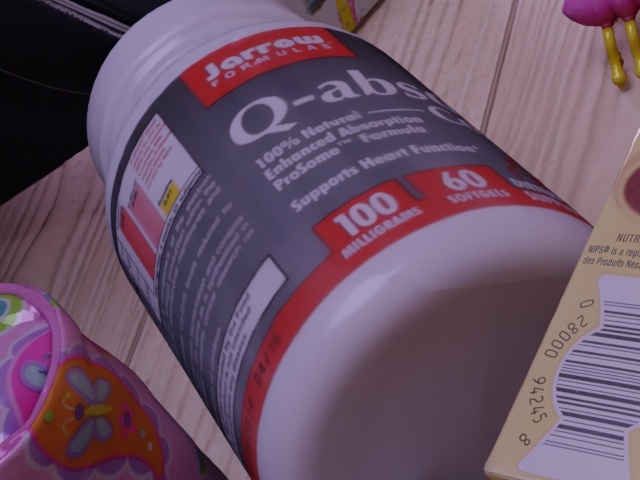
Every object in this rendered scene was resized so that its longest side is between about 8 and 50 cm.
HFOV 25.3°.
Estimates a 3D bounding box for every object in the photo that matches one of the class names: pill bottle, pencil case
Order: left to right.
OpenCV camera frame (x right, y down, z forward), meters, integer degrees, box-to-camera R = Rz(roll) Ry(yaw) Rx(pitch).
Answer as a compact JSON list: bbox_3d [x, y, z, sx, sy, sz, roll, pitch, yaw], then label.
[{"bbox_3d":[-0.099,0.146,0.703,0.124,0.284,0.124,-19,45,19],"label":"pencil case"},{"bbox_3d":[0.000,0.000,0.805,0.210,0.210,0.363,-42,40,1],"label":"pill bottle"}]

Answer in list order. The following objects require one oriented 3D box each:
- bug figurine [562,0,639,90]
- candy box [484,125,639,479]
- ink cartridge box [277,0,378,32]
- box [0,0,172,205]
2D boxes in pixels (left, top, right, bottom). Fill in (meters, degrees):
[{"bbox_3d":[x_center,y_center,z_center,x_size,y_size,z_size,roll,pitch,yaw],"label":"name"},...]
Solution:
[{"bbox_3d":[0.247,-0.215,0.900,0.216,0.072,0.279,-22,44,24],"label":"bug figurine"},{"bbox_3d":[0.206,0.016,0.640,0.087,0.183,0.316,8,61,43],"label":"candy box"},{"bbox_3d":[-0.033,-0.223,1.095,0.176,0.127,0.128,-49,39,-7],"label":"ink cartridge box"},{"bbox_3d":[-0.401,-0.230,1.020,0.480,0.472,0.297,-25,56,43],"label":"box"}]
